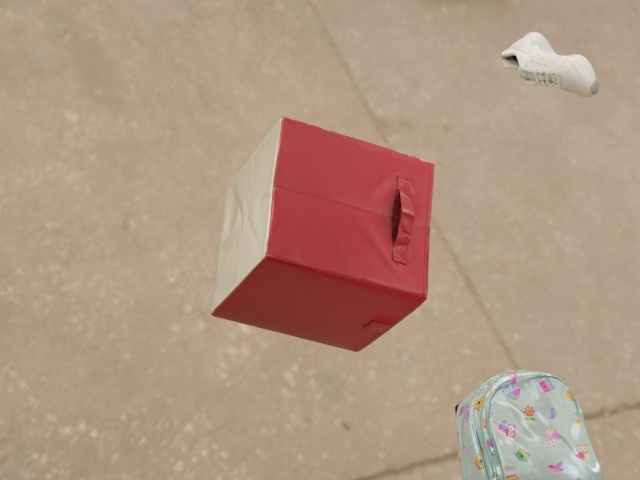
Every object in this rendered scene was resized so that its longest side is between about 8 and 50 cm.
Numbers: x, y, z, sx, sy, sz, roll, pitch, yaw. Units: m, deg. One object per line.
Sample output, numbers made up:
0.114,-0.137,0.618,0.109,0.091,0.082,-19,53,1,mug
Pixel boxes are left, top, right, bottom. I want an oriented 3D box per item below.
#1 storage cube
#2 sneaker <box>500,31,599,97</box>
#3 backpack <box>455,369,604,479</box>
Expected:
0.000,0.000,1.414,0.193,0.215,0.183,16,61,-19,storage cube
0.285,-0.209,1.527,0.061,0.053,0.152,-28,38,-19,sneaker
0.208,0.220,1.213,0.152,0.115,0.182,-7,72,-24,backpack
